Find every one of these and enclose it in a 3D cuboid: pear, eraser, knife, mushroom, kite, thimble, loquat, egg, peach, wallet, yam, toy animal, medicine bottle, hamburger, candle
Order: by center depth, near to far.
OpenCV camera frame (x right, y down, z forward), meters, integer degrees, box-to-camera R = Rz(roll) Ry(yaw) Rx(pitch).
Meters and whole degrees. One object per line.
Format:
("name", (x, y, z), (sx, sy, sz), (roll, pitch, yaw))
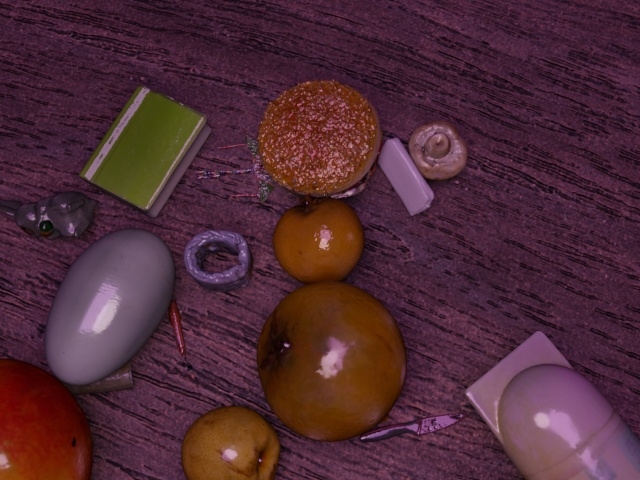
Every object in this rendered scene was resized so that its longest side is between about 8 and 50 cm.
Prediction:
("peach", (-0.638, 0.440, 1.386), (0.388, 0.388, 0.389), (0, 76, 2))
("medicine bottle", (0.502, 0.408, 1.414), (0.235, 0.236, 0.406), (-36, 79, -7))
("loquat", (0.041, 0.256, 1.446), (0.359, 0.328, 0.329), (18, 73, -35))
("pear", (-0.194, 0.450, 1.449), (0.208, 0.209, 0.209), (0, 76, 2))
("egg", (-0.459, 0.140, 1.506), (0.229, 0.230, 0.371), (24, 67, 7))
("knife", (0.208, 0.417, 1.534), (0.247, 0.018, 0.036), (-11, 73, -2))
("loquat", (0.000, 0.000, 1.548), (0.208, 0.208, 0.208), (0, 76, 2))
("yam", (-0.506, 0.306, 1.554), (0.179, 0.078, 0.078), (-7, 76, -1))
("thimble", (-0.232, 0.048, 1.588), (0.151, 0.118, 0.127), (-3, 74, 1))
("candle", (-0.327, 0.222, 1.597), (0.026, 0.021, 0.168), (-18, 77, 7))
("hamburger", (-0.002, -0.235, 1.618), (0.301, 0.170, 0.302), (0, 77, -1))
("mushroom", (0.277, -0.212, 1.638), (0.147, 0.112, 0.148), (-3, 70, 7))
("wallet", (0.200, -0.149, 1.638), (0.033, 0.095, 0.190), (-22, 73, -32))
("toy animal", (-0.655, -0.057, 1.648), (0.236, 0.138, 0.108), (-3, 116, 24))
("eraser", (-0.421, -0.218, 1.674), (0.210, 0.092, 0.274), (27, 80, 9))
("kite", (-0.184, -0.168, 1.695), (0.244, 0.006, 0.198), (-10, 77, -1))
